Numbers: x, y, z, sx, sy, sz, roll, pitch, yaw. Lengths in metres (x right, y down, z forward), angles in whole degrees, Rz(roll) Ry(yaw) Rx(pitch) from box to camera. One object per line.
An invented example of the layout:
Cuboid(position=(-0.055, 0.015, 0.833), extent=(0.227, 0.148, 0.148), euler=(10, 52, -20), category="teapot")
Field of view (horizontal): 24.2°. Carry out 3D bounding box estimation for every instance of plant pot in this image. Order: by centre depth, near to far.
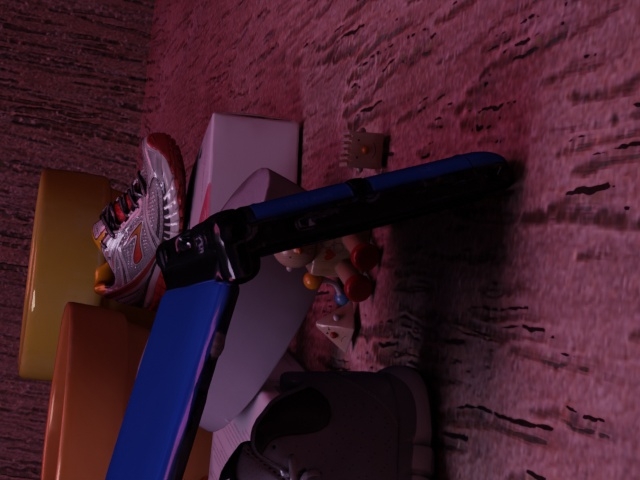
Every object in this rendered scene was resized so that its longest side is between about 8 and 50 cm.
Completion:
Cuboid(position=(-0.179, 0.217, 1.551), extent=(0.291, 0.203, 0.291), euler=(-174, 90, -78), category="plant pot")
Cuboid(position=(-0.232, 0.050, 1.800), extent=(0.254, 0.239, 0.254), euler=(-174, 90, -79), category="plant pot")

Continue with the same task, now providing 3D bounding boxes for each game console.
Cuboid(position=(-0.023, 0.065, 0.924), extent=(0.293, 0.250, 0.173), euler=(167, 89, -77), category="game console")

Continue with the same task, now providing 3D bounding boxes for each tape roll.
Cuboid(position=(-0.072, 0.049, 1.264), extent=(0.219, 0.072, 0.219), euler=(-54, 13, 19), category="tape roll")

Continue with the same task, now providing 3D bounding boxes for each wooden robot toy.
Cuboid(position=(0.000, 0.000, 1.127), extent=(0.076, 0.079, 0.173), euler=(-116, 33, -68), category="wooden robot toy")

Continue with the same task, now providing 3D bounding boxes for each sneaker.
Cuboid(position=(0.004, 0.173, 0.889), extent=(0.086, 0.132, 0.229), euler=(109, 163, -46), category="sneaker")
Cuboid(position=(-0.190, -0.014, 1.556), extent=(0.088, 0.092, 0.225), euler=(-97, 17, -51), category="sneaker")

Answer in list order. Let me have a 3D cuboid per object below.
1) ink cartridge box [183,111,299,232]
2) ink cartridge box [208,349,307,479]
Cuboid(position=(-0.088, -0.014, 1.519), extent=(0.218, 0.092, 0.159), euler=(120, 154, -67), category="ink cartridge box")
Cuboid(position=(-0.053, 0.239, 1.280), extent=(0.296, 0.066, 0.261), euler=(-146, 63, -77), category="ink cartridge box")
